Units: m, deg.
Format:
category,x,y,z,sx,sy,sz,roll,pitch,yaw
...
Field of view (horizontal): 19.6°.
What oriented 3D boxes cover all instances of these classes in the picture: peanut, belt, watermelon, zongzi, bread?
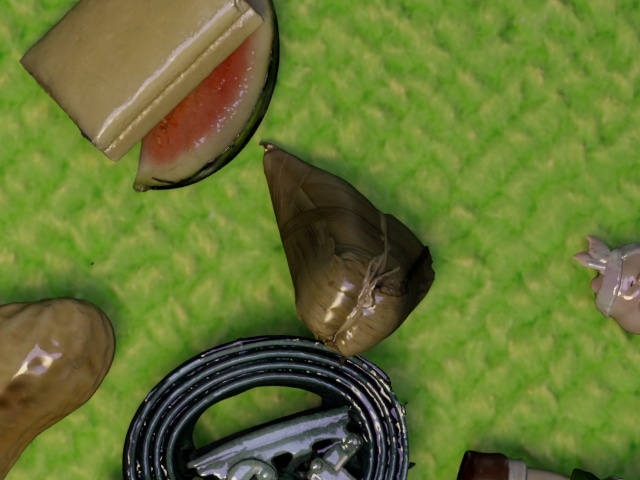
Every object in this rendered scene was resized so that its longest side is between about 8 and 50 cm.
category,x,y,z,sx,sy,sz,roll,pitch,yaw
peanut,-0.292,0.141,1.536,0.274,0.111,0.125,-43,89,-8
belt,-0.058,0.186,1.563,0.267,0.116,0.206,-7,85,-10
watermelon,-0.095,-0.152,1.608,0.119,0.063,0.245,13,86,7
zongzi,0.000,0.000,1.551,0.197,0.194,0.099,45,106,0
bread,-0.155,-0.169,1.570,0.178,0.060,0.139,-46,66,-1

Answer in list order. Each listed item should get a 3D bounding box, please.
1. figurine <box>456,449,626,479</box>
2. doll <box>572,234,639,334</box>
category,x,y,z,sx,sy,sz,roll,pitch,yaw
figurine,0.286,0.279,1.585,0.370,0.167,0.281,17,119,3
doll,0.281,0.043,1.628,0.127,0.084,0.073,37,82,-12
